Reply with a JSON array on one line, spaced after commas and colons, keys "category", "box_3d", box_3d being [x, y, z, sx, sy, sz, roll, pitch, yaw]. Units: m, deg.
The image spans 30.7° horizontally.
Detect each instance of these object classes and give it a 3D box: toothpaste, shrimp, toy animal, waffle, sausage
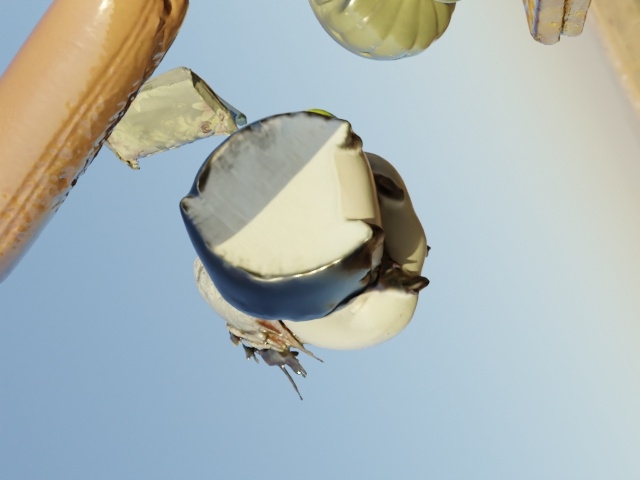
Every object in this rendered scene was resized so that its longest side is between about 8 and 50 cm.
[{"category": "toothpaste", "box_3d": [-0.160, -0.226, 2.053, 0.140, 0.021, 0.037, 37, 138, 54]}, {"category": "shrimp", "box_3d": [-0.082, 0.114, 1.698, 0.343, 0.116, 0.145, 44, 171, 49]}, {"category": "toy animal", "box_3d": [0.000, 0.000, 1.333, 0.310, 0.251, 0.250, 51, -161, -62]}, {"category": "waffle", "box_3d": [0.371, -0.516, 1.963, 0.224, 0.098, 0.327, 68, -168, -74]}, {"category": "sausage", "box_3d": [-0.195, -0.076, 0.811, 0.086, 0.289, 0.086, 35, -162, -13]}]

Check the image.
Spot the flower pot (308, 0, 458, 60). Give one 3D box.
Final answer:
[{"category": "flower pot", "box_3d": [0.147, -0.491, 2.090, 0.308, 0.244, 0.307, 6, -103, -29]}]

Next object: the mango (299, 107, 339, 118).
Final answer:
[{"category": "mango", "box_3d": [0.003, -0.153, 1.675, 0.108, 0.073, 0.056, 16, -130, -30]}]

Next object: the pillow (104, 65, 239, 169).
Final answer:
[{"category": "pillow", "box_3d": [-0.248, -0.191, 1.786, 0.169, 0.255, 0.059, 51, -137, -35]}]
